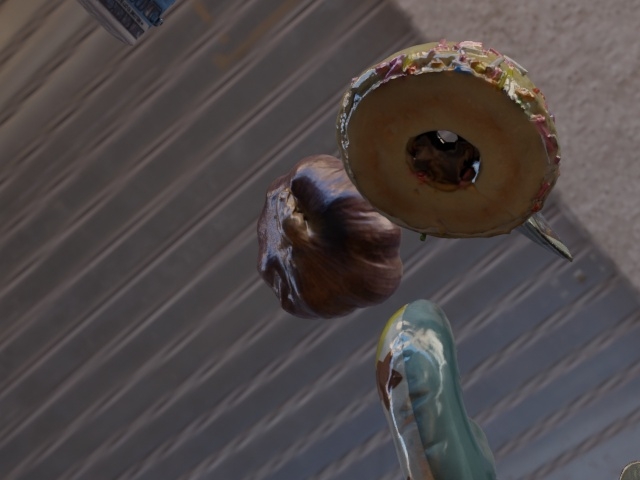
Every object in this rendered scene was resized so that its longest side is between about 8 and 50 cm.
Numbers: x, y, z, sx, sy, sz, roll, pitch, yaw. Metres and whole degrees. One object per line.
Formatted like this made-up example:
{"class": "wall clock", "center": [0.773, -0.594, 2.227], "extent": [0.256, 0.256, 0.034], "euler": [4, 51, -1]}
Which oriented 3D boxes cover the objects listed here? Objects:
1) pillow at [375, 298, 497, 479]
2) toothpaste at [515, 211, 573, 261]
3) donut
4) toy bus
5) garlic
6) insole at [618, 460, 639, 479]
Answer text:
{"class": "pillow", "center": [0.122, 0.174, 1.264], "extent": [0.086, 0.233, 0.214], "euler": [-20, -1, 17]}
{"class": "toothpaste", "center": [0.273, -0.066, 1.921], "extent": [0.061, 0.099, 0.392], "euler": [-49, 24, 7]}
{"class": "donut", "center": [0.096, -0.076, 0.950], "extent": [0.174, 0.174, 0.068], "euler": [-37, 21, 38]}
{"class": "toy bus", "center": [-0.324, -0.410, 1.904], "extent": [0.131, 0.106, 0.297], "euler": [-51, -21, -4]}
{"class": "garlic", "center": [0.000, 0.000, 1.751], "extent": [0.245, 0.245, 0.160], "euler": [-38, -23, 33]}
{"class": "insole", "center": [0.347, 0.322, 1.345], "extent": [0.064, 0.188, 0.004], "euler": [-4, -28, 3]}
